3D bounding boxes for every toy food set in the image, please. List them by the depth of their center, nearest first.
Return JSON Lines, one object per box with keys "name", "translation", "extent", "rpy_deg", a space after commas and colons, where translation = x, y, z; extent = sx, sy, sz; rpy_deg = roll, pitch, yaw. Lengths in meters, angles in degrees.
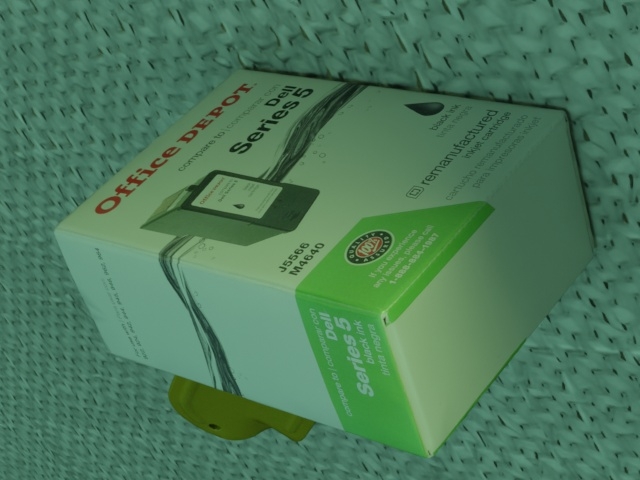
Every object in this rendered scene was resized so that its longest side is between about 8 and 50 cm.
{"name": "toy food set", "translation": [-0.053, 0.104, 1.155], "extent": [0.128, 0.071, 0.218], "rpy_deg": [20, 149, -7]}

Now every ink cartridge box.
{"name": "ink cartridge box", "translation": [0.000, 0.000, 0.851], "extent": [0.273, 0.198, 0.115], "rpy_deg": [13, 135, 38]}
